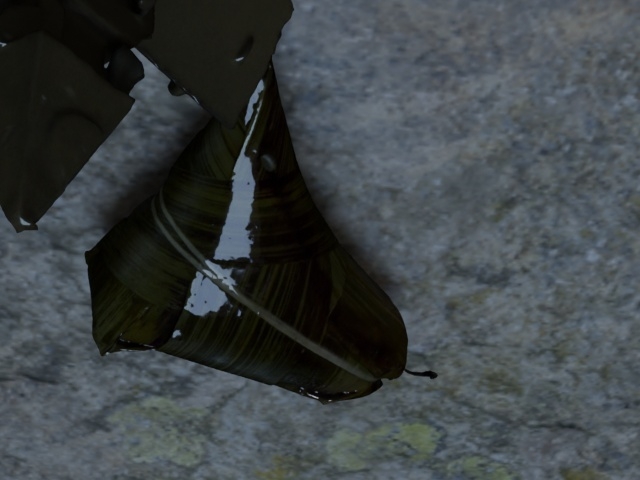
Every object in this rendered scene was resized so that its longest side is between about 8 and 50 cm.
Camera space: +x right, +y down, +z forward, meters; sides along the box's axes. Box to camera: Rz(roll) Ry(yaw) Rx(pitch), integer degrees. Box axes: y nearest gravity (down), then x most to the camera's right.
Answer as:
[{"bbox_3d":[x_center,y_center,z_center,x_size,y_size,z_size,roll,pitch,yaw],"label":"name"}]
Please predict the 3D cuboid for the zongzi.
[{"bbox_3d":[0.000,0.000,0.952,0.187,0.084,0.184,17,127,-29],"label":"zongzi"}]

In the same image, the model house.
[{"bbox_3d":[-0.088,-0.088,0.711,0.181,0.248,0.176,-25,134,27],"label":"model house"}]
